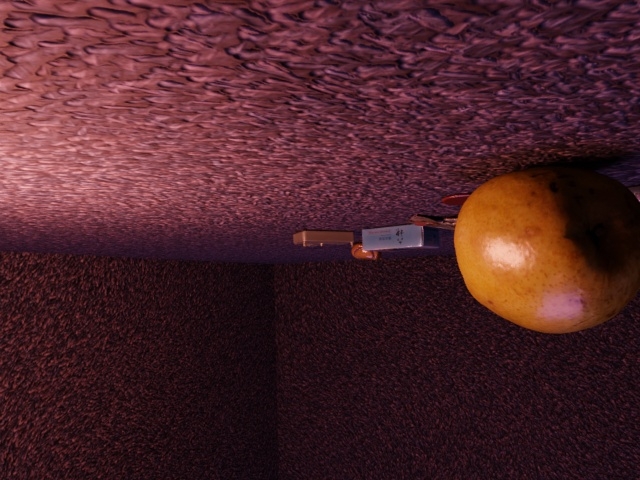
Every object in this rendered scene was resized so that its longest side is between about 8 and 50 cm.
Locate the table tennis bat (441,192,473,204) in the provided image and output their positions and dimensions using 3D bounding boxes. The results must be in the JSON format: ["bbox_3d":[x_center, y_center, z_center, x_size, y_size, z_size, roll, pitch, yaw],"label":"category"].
[{"bbox_3d":[0.343,-0.091,1.143,0.098,0.019,0.155,-5,171,25],"label":"table tennis bat"}]

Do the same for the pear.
[{"bbox_3d":[0.389,0.015,0.827,0.304,0.303,0.304,-2,175,0],"label":"pear"}]

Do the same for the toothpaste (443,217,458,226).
[{"bbox_3d":[0.431,-0.053,1.516,0.049,0.031,0.204,1,174,27],"label":"toothpaste"}]

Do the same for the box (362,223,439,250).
[{"bbox_3d":[0.278,-0.007,1.686,0.233,0.083,0.143,-7,174,35],"label":"box"}]

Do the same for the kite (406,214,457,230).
[{"bbox_3d":[0.357,-0.050,1.453,0.229,0.012,0.250,13,173,-44],"label":"kite"}]

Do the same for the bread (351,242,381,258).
[{"bbox_3d":[0.223,0.052,2.315,0.134,0.081,0.225,3,177,10],"label":"bread"}]

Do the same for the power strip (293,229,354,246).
[{"bbox_3d":[0.000,0.000,1.775,0.216,0.061,0.145,2,173,-29],"label":"power strip"}]

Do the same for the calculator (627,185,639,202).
[{"bbox_3d":[0.688,-0.093,1.119,0.121,0.039,0.210,4,173,-38],"label":"calculator"}]
